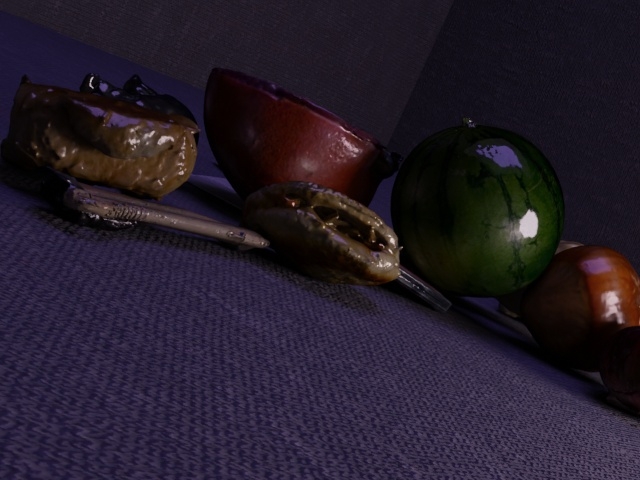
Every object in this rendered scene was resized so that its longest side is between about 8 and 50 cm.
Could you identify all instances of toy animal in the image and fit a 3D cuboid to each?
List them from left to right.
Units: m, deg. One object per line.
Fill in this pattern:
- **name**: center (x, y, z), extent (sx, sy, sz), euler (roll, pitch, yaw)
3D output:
- **toy animal**: center (-0.252, -0.135, 1.639), extent (0.168, 0.106, 0.343), euler (31, 13, -5)

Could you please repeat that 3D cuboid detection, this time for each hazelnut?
- **hazelnut**: center (0.364, 0.094, 1.757), extent (0.182, 0.182, 0.182), euler (24, 7, -3)

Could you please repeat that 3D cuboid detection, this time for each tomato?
- **tomato**: center (-0.051, -0.114, 1.828), extent (0.289, 0.176, 0.335), euler (28, 2, 12)

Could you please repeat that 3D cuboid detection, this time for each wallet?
- **wallet**: center (0.068, 0.019, 1.703), extent (0.232, 0.025, 0.119), euler (34, 3, -31)

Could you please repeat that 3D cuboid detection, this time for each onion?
- **onion**: center (0.409, 0.153, 1.617), extent (0.098, 0.151, 0.206), euler (12, -14, 21)

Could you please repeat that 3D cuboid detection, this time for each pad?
- **pad**: center (-0.123, -0.068, 1.944), extent (0.156, 0.004, 0.232), euler (27, 8, 17)

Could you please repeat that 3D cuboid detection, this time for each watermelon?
- **watermelon**: center (0.215, -0.042, 1.732), extent (0.242, 0.242, 0.242), euler (24, 7, -3)

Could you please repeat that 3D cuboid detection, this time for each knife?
- **knife**: center (-0.168, -0.019, 1.335), extent (0.089, 0.043, 0.365), euler (29, 7, 30)

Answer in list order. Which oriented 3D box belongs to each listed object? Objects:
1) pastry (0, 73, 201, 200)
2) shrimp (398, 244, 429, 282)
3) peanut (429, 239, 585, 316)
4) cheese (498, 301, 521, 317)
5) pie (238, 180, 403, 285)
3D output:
- **pastry**: center (-0.246, -0.108, 1.354), extent (0.229, 0.100, 0.218), euler (18, 5, 41)
- **shrimp**: center (0.130, 0.035, 1.843), extent (0.165, 0.057, 0.065), euler (29, 2, 11)
- **peanut**: center (0.286, 0.044, 1.899), extent (0.290, 0.130, 0.130), euler (15, 6, 8)
- **cheese**: center (0.390, 0.102, 2.069), extent (0.159, 0.093, 0.263), euler (28, 7, 16)
- **pie**: center (0.000, 0.000, 1.516), extent (0.205, 0.084, 0.179), euler (25, -19, -8)
